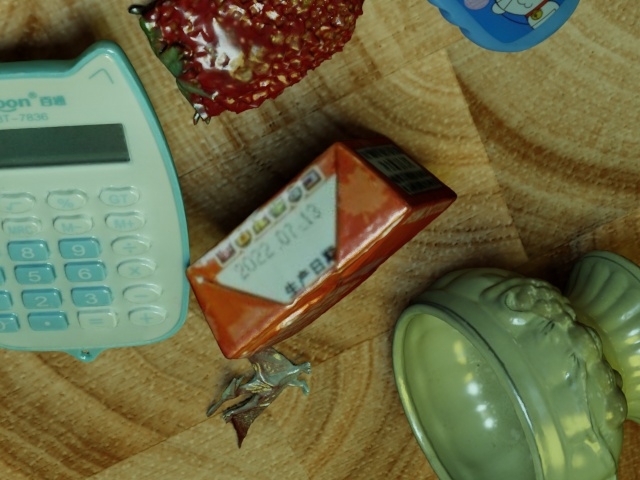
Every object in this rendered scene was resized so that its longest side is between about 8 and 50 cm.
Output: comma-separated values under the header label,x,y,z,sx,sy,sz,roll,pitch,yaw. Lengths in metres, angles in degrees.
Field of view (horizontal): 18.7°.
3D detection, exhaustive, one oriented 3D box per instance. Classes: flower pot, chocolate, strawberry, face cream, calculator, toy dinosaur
label,x,y,z,sx,sy,sz,roll,pitch,yaw
flower pot,0.248,0.145,2.087,0.244,0.307,0.307,-25,136,-23
chocolate,0.000,0.000,1.899,0.235,0.108,0.237,-40,173,15
strawberry,-0.054,-0.194,1.791,0.208,0.087,0.167,-31,132,3
face cream,0.139,-0.286,1.792,0.149,0.083,0.264,-44,131,7
calculator,-0.253,-0.028,1.826,0.256,0.054,0.386,-3,129,5
toy dinosaur,-0.066,0.158,2.131,0.108,0.032,0.220,-8,134,-20
